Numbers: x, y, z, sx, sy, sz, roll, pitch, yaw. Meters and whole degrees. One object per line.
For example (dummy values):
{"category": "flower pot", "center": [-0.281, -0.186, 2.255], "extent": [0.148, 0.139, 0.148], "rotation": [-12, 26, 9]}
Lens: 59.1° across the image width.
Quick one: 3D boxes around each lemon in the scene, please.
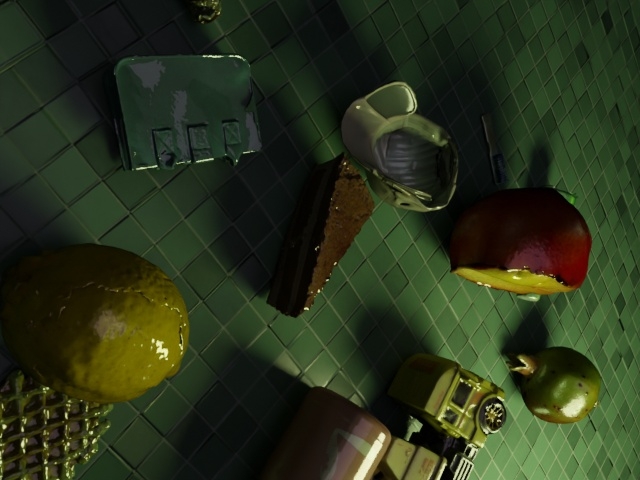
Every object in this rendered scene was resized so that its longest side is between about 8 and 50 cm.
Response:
{"category": "lemon", "center": [-0.288, 0.106, 0.738], "extent": [0.260, 0.204, 0.204], "rotation": [39, 70, -33]}

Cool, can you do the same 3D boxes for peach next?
{"category": "peach", "center": [0.429, 0.026, 1.233], "extent": [0.338, 0.281, 0.281], "rotation": [-28, 109, -37]}

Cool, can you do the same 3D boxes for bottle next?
{"category": "bottle", "center": [-0.005, 0.424, 0.967], "extent": [0.297, 0.206, 0.173], "rotation": [-55, 144, -20]}

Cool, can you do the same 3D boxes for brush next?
{"category": "brush", "center": [0.420, -0.220, 1.361], "extent": [0.033, 0.030, 0.179], "rotation": [-24, 107, -23]}

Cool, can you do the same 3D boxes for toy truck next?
{"category": "toy truck", "center": [0.190, 0.426, 1.136], "extent": [0.254, 0.180, 0.405], "rotation": [39, 73, -24]}

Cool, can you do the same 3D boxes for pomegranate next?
{"category": "pomegranate", "center": [0.585, 0.356, 1.417], "extent": [0.246, 0.198, 0.198], "rotation": [30, 75, -32]}

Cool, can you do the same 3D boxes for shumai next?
{"category": "shumai", "center": [-0.182, -0.383, 0.886], "extent": [0.083, 0.082, 0.080], "rotation": [-30, 148, -19]}

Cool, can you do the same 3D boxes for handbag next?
{"category": "handbag", "center": [-0.204, -0.194, 0.873], "extent": [0.229, 0.062, 0.179], "rotation": [-17, 106, -35]}

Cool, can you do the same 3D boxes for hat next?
{"category": "hat", "center": [0.137, -0.155, 1.057], "extent": [0.275, 0.161, 0.232], "rotation": [13, 60, -45]}

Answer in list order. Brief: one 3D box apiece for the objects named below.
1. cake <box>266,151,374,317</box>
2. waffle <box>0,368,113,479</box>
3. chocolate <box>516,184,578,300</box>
{"category": "cake", "center": [0.000, 0.000, 1.000], "extent": [0.112, 0.115, 0.296], "rotation": [33, 73, -33]}
{"category": "waffle", "center": [-0.384, 0.264, 0.776], "extent": [0.169, 0.036, 0.184], "rotation": [45, 68, -32]}
{"category": "chocolate", "center": [0.566, 0.012, 1.444], "extent": [0.110, 0.110, 0.291], "rotation": [23, 82, -36]}
